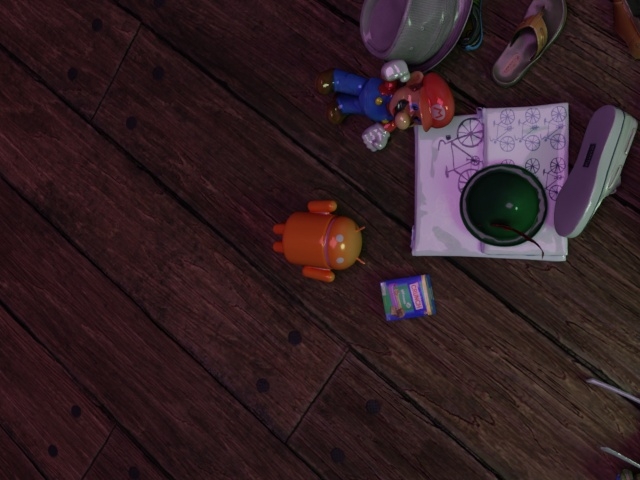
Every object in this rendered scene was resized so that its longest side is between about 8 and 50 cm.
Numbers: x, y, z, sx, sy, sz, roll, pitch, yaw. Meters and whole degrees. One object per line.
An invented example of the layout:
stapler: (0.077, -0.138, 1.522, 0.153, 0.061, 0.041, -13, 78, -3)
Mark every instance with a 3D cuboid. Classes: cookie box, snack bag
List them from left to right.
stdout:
cookie box: (0.194, 0.127, 1.682, 0.107, 0.040, 0.092, -12, 86, 25)
snack bag: (0.349, -0.122, 1.602, 0.342, 0.037, 0.323, 2, 93, 26)

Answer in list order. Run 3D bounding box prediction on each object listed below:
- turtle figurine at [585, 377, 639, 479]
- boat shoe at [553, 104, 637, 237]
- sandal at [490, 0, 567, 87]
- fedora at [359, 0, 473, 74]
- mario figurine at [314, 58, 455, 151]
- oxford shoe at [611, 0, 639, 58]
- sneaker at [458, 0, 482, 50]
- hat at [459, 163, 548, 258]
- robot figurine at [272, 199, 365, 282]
turtle figurine: (0.656, 0.377, 1.389, 0.266, 0.197, 0.275, -20, 87, 21)
boat shoe: (0.543, -0.126, 1.482, 0.096, 0.088, 0.268, 23, 96, 67)
sandal: (0.420, -0.413, 1.542, 0.090, 0.060, 0.219, 43, 109, 18)
fedora: (0.176, -0.477, 1.575, 0.244, 0.124, 0.275, 59, 135, 24)
mario figurine: (0.130, -0.284, 1.603, 0.320, 0.198, 0.170, 12, 89, 35)
oxford shoe: (0.586, -0.449, 1.462, 0.076, 0.076, 0.213, 134, 124, -61)
sneaker: (0.301, -0.495, 1.586, 0.067, 0.078, 0.188, -8, 88, 25)
hat: (0.352, -0.066, 1.482, 0.208, 0.183, 0.173, 6, 95, 25)
robot figurine: (0.000, -0.002, 1.721, 0.219, 0.128, 0.158, 7, 63, 25)
